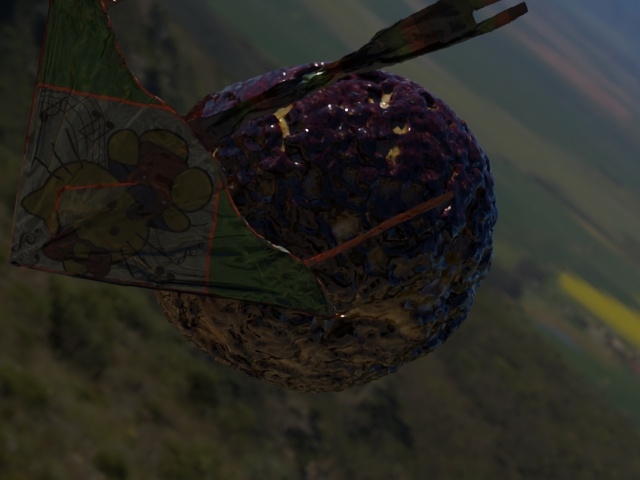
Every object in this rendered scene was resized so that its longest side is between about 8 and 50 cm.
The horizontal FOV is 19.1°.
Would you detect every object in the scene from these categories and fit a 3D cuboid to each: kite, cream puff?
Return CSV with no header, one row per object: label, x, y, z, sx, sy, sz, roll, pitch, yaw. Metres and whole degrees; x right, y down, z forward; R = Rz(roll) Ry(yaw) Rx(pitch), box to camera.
kite,-0.032,-0.053,0.768,0.198,0.244,0.006,56,16,-16
cream puff,0.000,0.000,1.212,0.239,0.239,0.165,29,39,-40
